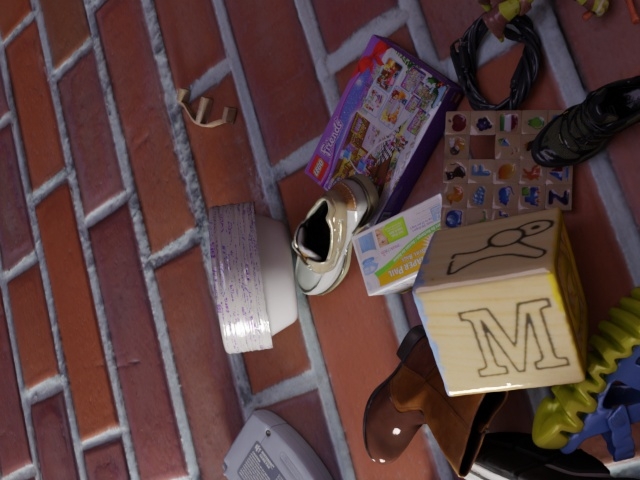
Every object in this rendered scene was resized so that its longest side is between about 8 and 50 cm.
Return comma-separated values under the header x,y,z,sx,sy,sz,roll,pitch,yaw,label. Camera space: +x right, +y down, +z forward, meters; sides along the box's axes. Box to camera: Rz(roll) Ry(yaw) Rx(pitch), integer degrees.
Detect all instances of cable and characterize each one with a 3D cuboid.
x,y,z,sx,sy,sz,roll,pitch,yaw,label
0.291,-0.282,1.398,0.151,0.047,0.184,-26,68,34,cable

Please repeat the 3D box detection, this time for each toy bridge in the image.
x,y,z,sx,sy,sz,roll,pitch,yaw,label
-0.258,-0.285,1.897,0.188,0.026,0.063,26,108,39,toy bridge

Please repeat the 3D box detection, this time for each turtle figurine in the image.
x,y,z,sx,sy,sz,roll,pitch,yaw,label
0.343,-0.396,1.299,0.217,0.087,0.269,-32,71,27,turtle figurine

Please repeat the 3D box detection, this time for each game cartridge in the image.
x,y,z,sx,sy,sz,roll,pitch,yaw,label
-0.070,0.489,1.703,0.297,0.062,0.198,47,115,32,game cartridge

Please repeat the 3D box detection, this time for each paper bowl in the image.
x,y,z,sx,sy,sz,roll,pitch,yaw,label
-0.124,0.066,1.638,0.148,0.284,0.284,-7,83,-2,paper bowl

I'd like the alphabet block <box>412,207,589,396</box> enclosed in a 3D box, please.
x,y,z,sx,sy,sz,roll,pitch,yaw,label
0.266,0.088,1.244,0.197,0.192,0.193,-11,115,25,alphabet block

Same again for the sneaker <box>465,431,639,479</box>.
x,y,z,sx,sy,sz,roll,pitch,yaw,label
0.366,0.450,1.234,0.448,0.169,0.257,13,104,47,sneaker

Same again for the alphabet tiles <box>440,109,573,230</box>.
x,y,z,sx,sy,sz,roll,pitch,yaw,label
0.289,-0.087,1.339,0.198,0.009,0.237,2,82,16,alphabet tiles

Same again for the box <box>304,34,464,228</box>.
x,y,z,sx,sy,sz,roll,pitch,yaw,label
0.109,-0.192,1.546,0.201,0.057,0.293,43,117,32,box

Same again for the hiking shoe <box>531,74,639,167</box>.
x,y,z,sx,sy,sz,roll,pitch,yaw,label
0.394,-0.181,1.240,0.227,0.114,0.086,-31,68,30,hiking shoe

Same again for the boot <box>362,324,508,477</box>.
x,y,z,sx,sy,sz,roll,pitch,yaw,label
0.182,0.298,1.379,0.264,0.096,0.280,-61,23,7,boot

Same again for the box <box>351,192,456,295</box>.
x,y,z,sx,sy,sz,roll,pitch,yaw,label
0.170,0.009,1.456,0.203,0.103,0.114,-28,72,38,box

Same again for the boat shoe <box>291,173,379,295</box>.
x,y,z,sx,sy,sz,roll,pitch,yaw,label
0.000,0.000,1.563,0.113,0.103,0.302,51,141,25,boat shoe

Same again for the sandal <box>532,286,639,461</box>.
x,y,z,sx,sy,sz,roll,pitch,yaw,label
0.441,0.191,1.222,0.138,0.126,0.317,32,107,-2,sandal
